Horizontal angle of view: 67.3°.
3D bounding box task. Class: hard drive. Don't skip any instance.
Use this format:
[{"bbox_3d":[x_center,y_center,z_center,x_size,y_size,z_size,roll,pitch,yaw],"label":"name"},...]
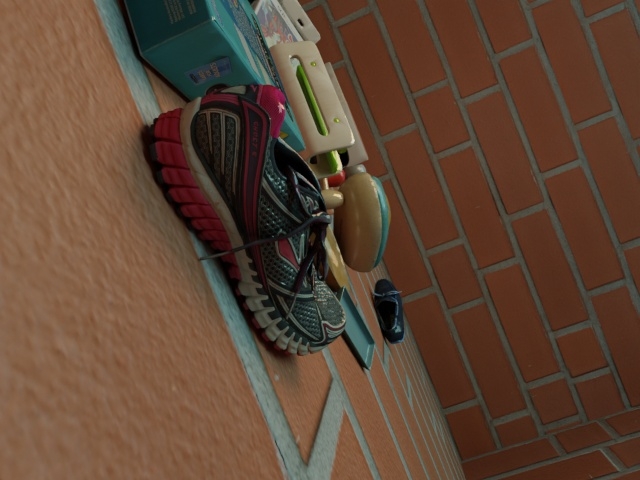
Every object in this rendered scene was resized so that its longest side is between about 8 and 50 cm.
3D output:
[{"bbox_3d":[-0.150,-0.730,1.359,0.353,0.047,0.233,54,12,16],"label":"hard drive"}]

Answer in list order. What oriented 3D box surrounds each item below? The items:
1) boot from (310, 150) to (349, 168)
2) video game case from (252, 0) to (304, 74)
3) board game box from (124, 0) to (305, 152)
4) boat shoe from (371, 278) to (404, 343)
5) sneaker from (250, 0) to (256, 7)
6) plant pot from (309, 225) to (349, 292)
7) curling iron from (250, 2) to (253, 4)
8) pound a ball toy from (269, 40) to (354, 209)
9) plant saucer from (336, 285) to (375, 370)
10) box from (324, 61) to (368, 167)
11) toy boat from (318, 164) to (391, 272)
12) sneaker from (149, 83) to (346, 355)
[{"bbox_3d":[-0.007,-0.302,1.226,0.161,0.083,0.246,15,-45,56],"label":"boot"},{"bbox_3d":[-0.106,-0.482,1.164,0.183,0.023,0.201,47,44,-41],"label":"video game case"},{"bbox_3d":[-0.134,-0.266,0.608,0.336,0.079,0.253,37,32,-75],"label":"board game box"},{"bbox_3d":[0.234,0.220,1.623,0.089,0.109,0.258,56,12,-41],"label":"boat shoe"},{"bbox_3d":[-0.151,-0.605,1.341,0.169,0.108,0.292,55,9,16],"label":"sneaker"},{"bbox_3d":[0.000,0.000,0.946,0.236,0.032,0.236,-21,90,-81],"label":"plant pot"},{"bbox_3d":[-0.170,-0.687,1.575,0.068,0.035,0.274,-103,168,-47],"label":"curling iron"},{"bbox_3d":[-0.042,-0.238,1.060,0.208,0.136,0.319,117,-43,-67],"label":"pound a ball toy"},{"bbox_3d":[0.064,0.169,0.908,0.192,0.018,0.067,61,35,-39],"label":"plant saucer"},{"bbox_3d":[0.016,-0.398,1.568,0.345,0.168,0.215,-101,166,-50],"label":"box"},{"bbox_3d":[0.096,-0.094,1.229,0.267,0.148,0.318,95,-23,-44],"label":"toy boat"},{"bbox_3d":[-0.035,0.001,0.457,0.121,0.112,0.299,-101,167,-50],"label":"sneaker"}]
